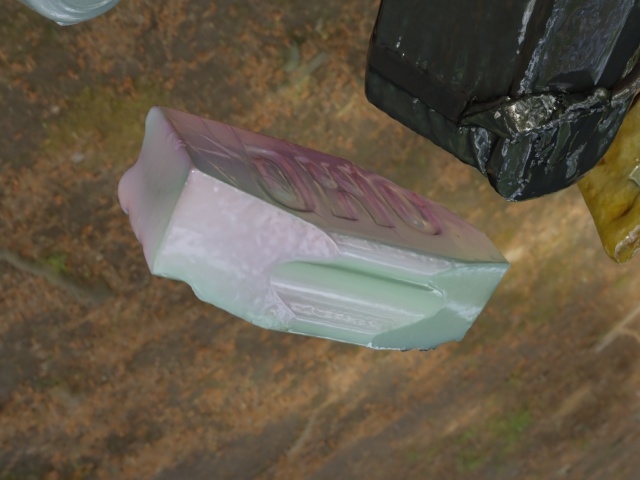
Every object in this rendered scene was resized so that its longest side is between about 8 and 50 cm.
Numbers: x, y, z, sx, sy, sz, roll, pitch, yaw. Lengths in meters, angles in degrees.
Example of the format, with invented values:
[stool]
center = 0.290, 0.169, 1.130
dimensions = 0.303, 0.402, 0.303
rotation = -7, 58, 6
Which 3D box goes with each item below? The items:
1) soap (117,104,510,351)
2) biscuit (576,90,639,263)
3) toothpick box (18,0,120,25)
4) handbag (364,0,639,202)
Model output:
[soap]
center = 0.000, 0.000, 1.071
dimensions = 0.324, 0.193, 0.109
rotation = 15, 115, -31
[biscuit]
center = 0.366, -0.083, 1.381
dimensions = 0.039, 0.183, 0.174
rotation = 22, 131, -34
[toothpick box]
center = -0.391, -0.446, 1.517
dimensions = 0.263, 0.355, 0.263
rotation = -45, 153, -31
[handbag]
center = 0.154, -0.164, 0.843
dimensions = 0.181, 0.181, 0.254
rotation = -16, 135, -41
